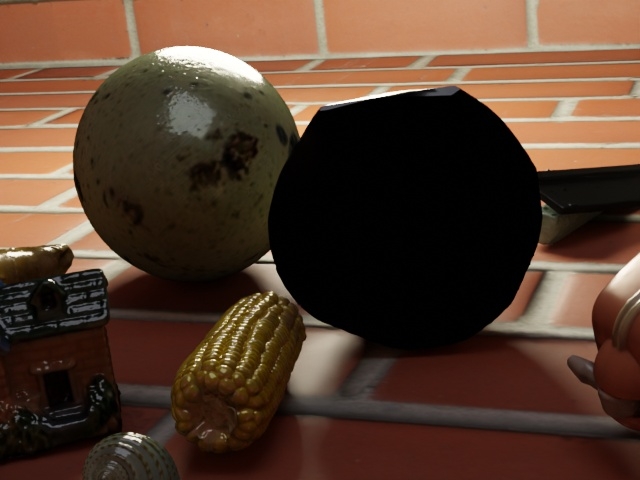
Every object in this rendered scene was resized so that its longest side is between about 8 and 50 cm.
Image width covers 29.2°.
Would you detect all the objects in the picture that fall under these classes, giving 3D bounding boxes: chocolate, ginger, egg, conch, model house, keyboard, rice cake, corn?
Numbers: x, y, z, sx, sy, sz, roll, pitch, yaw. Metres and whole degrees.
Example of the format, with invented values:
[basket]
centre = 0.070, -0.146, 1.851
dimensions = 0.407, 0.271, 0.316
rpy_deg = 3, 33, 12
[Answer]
[chocolate]
centre = 0.086, -0.033, 1.297
dimensions = 0.283, 0.284, 0.186
rpy_deg = -4, 14, 3
[ginger]
centre = -0.389, 0.047, 1.473
dimensions = 0.115, 0.081, 0.205
rpy_deg = 13, 21, 16
[egg]
centre = -0.160, -0.093, 1.525
dimensions = 0.287, 0.288, 0.379
rpy_deg = -11, 22, -19
[conch]
centre = -0.151, 0.184, 1.001
dimensions = 0.076, 0.057, 0.085
rpy_deg = 14, 22, 16
[model house]
centre = -0.283, 0.093, 1.136
dimensions = 0.182, 0.172, 0.166
rpy_deg = -7, 15, -9
[keyboard]
centre = 0.400, -0.073, 1.641
dimensions = 0.309, 0.018, 0.101
rpy_deg = -6, 35, -35
[rice cake]
centre = 0.341, -0.045, 1.634
dimensions = 0.042, 0.045, 0.245
rpy_deg = 20, 26, 29
[corn]
centre = -0.072, 0.118, 1.129
dimensions = 0.093, 0.093, 0.244
rpy_deg = -2, 12, 10

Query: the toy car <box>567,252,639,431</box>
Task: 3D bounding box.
[toy car]
centre = 0.330, 0.094, 0.946
dimensions = 0.212, 0.181, 0.270
rpy_deg = -30, 30, -14
